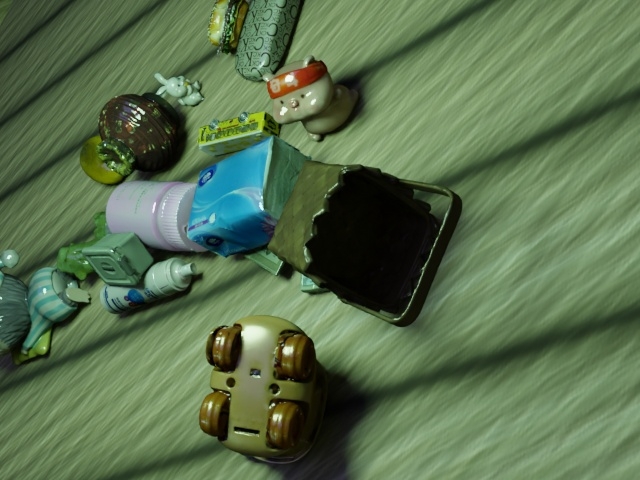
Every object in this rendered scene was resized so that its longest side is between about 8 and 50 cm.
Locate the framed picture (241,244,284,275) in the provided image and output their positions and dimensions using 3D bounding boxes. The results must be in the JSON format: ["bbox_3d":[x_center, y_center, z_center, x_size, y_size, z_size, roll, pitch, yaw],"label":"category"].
[{"bbox_3d":[-0.120,-0.027,1.650,0.231,0.010,0.173,25,88,52],"label":"framed picture"}]

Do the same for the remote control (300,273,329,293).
[{"bbox_3d":[0.000,0.000,1.551,0.098,0.038,0.233,-17,62,34],"label":"remote control"}]

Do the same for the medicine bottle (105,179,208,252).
[{"bbox_3d":[-0.393,-0.064,1.797,0.291,0.178,0.178,4,74,39],"label":"medicine bottle"}]

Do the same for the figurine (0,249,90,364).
[{"bbox_3d":[-0.916,0.164,1.982,0.361,0.378,0.266,-37,52,22],"label":"figurine"}]

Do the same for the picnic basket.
[{"bbox_3d":[0.096,0.000,1.303,0.321,0.291,0.254,20,84,51],"label":"picnic basket"}]

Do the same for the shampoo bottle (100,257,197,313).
[{"bbox_3d":[-0.433,0.112,1.811,0.303,0.092,0.092,-19,60,31],"label":"shampoo bottle"}]

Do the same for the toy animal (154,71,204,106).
[{"bbox_3d":[-0.398,-0.430,1.998,0.085,0.124,0.070,-15,67,35],"label":"toy animal"}]

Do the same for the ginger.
[{"bbox_3d":[-0.619,-0.001,1.989,0.137,0.089,0.290,45,94,5],"label":"ginger"}]

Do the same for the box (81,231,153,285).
[{"bbox_3d":[-0.507,0.042,1.782,0.172,0.124,0.093,-1,38,45],"label":"box"}]

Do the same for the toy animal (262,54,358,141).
[{"bbox_3d":[-0.025,-0.329,1.606,0.171,0.198,0.171,-21,55,33],"label":"toy animal"}]

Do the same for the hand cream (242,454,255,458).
[{"bbox_3d":[-0.119,0.330,1.493,0.080,0.048,0.255,5,75,26],"label":"hand cream"}]

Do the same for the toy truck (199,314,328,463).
[{"bbox_3d":[-0.105,0.291,1.363,0.204,0.212,0.287,4,80,18],"label":"toy truck"}]

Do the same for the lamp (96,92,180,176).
[{"bbox_3d":[-0.507,-0.290,1.950,0.247,0.247,0.246,-16,62,33],"label":"lamp"}]

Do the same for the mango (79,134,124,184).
[{"bbox_3d":[-0.654,-0.243,2.138,0.195,0.098,0.137,34,89,37],"label":"mango"}]

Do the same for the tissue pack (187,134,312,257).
[{"bbox_3d":[-0.164,-0.094,1.611,0.263,0.146,0.198,-19,55,42],"label":"tissue pack"}]

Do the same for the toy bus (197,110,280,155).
[{"bbox_3d":[-0.209,-0.276,1.815,0.226,0.081,0.074,-6,72,33],"label":"toy bus"}]

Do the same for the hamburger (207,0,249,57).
[{"bbox_3d":[-0.254,-0.604,1.936,0.164,0.093,0.189,132,155,-73],"label":"hamburger"}]

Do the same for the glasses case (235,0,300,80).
[{"bbox_3d":[-0.134,-0.590,1.883,0.137,0.085,0.354,5,74,40],"label":"glasses case"}]
